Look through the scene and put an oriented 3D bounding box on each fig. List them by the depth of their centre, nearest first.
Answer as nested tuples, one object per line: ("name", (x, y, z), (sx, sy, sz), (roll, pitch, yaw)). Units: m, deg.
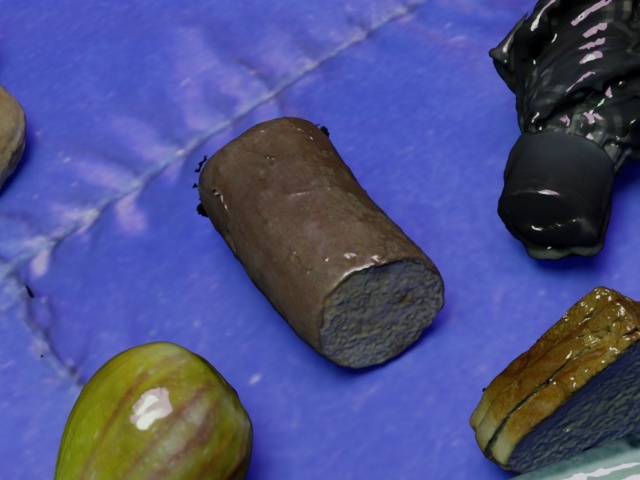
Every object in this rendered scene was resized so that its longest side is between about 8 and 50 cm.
("fig", (-0.092, 0.128, 0.675), (0.093, 0.093, 0.166), (26, 89, 27))

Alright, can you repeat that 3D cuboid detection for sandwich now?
("sandwich", (0.124, 0.071, 0.667), (0.105, 0.093, 0.035), (-43, 50, 19))

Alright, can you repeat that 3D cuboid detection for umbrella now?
("umbrella", (0.159, -0.150, 0.797), (0.154, 0.128, 0.336), (25, 64, 24))

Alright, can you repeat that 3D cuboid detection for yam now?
("yam", (-0.002, -0.001, 0.741), (0.084, 0.084, 0.127), (-29, 50, -12))

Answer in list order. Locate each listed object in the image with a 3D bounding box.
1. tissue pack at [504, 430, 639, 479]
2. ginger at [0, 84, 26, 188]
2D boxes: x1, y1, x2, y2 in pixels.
("tissue pack", (0.159, 0.142, 0.484), (0.185, 0.257, 0.081), (-16, 50, 1))
("ginger", (-0.265, -0.051, 0.846), (0.214, 0.059, 0.133), (-33, 62, -12))
